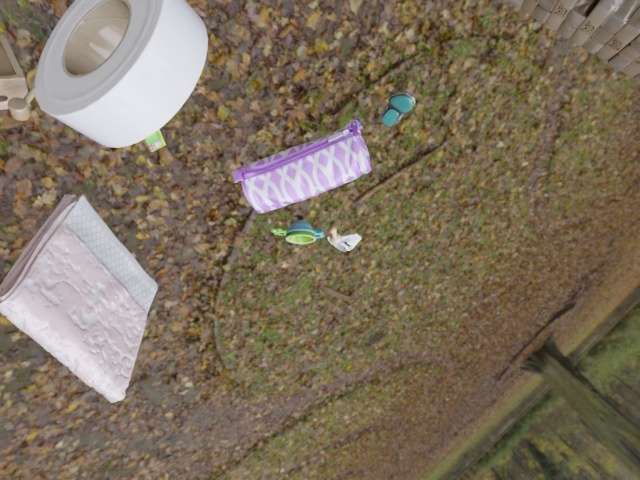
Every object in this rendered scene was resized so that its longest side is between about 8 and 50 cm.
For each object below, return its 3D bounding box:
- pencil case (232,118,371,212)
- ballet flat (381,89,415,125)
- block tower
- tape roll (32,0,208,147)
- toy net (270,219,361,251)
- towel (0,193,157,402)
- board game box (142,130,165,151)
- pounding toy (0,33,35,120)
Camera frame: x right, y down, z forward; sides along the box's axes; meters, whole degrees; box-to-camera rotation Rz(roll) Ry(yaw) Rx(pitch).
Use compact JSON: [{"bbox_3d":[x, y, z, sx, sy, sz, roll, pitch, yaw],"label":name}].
[{"bbox_3d":[-0.022,-0.111,0.644,0.206,0.086,0.088,-22,158,10],"label":"pencil case"},{"bbox_3d":[0.134,-0.232,0.710,0.041,0.041,0.114,-36,-178,-12],"label":"ballet flat"},{"bbox_3d":[0.304,-0.264,0.439,0.097,0.335,0.091,-52,171,12],"label":"block tower"},{"bbox_3d":[-0.328,-0.299,0.687,0.286,0.286,0.100,-47,150,4],"label":"tape roll"},{"bbox_3d":[0.000,0.000,1.017,0.232,0.045,0.122,14,157,-39],"label":"toy net"},{"bbox_3d":[-0.464,0.112,0.865,0.053,0.317,0.332,-14,130,8],"label":"towel"},{"bbox_3d":[-0.444,-0.315,1.021,0.043,0.092,0.181,-35,151,-20],"label":"board game box"},{"bbox_3d":[-0.650,-0.313,0.865,0.181,0.206,0.094,-22,163,-35],"label":"pounding toy"}]
